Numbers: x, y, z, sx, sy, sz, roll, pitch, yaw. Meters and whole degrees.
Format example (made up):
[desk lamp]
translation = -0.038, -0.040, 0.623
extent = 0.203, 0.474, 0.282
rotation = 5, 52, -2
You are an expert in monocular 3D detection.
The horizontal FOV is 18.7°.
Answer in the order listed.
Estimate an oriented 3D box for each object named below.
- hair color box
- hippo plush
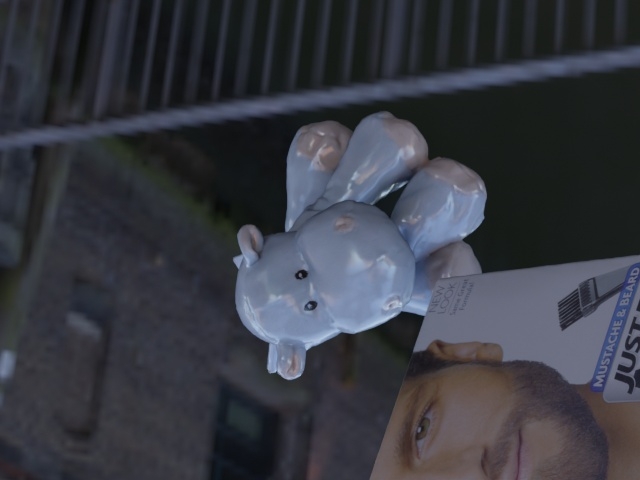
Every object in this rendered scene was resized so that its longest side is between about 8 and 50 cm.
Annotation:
[hair color box]
translation = 0.203, 0.113, 1.347
extent = 0.110, 0.185, 0.339
rotation = 36, 152, -31
[hippo plush]
translation = 0.000, 0.000, 1.872
extent = 0.294, 0.234, 0.236
rotation = -17, 179, 23
